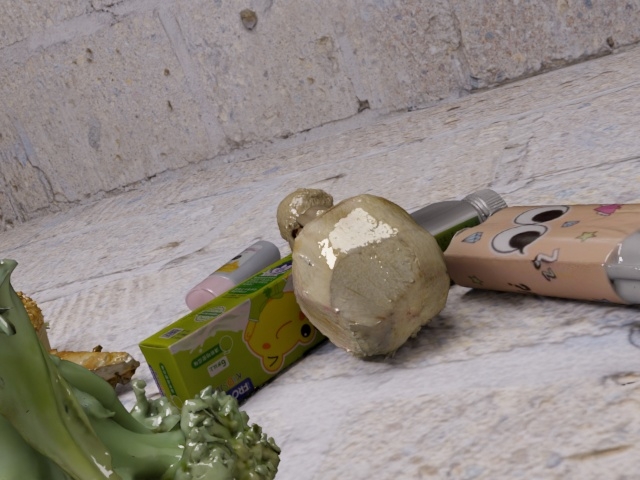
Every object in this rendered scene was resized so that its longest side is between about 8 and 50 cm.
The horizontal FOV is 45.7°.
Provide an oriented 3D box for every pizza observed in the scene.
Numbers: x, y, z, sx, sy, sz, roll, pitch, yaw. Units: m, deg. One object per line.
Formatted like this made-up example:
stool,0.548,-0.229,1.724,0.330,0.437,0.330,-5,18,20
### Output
pizza,-0.343,0.200,1.068,0.194,0.069,0.154,-11,16,6

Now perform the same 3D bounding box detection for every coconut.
coconut,0.054,0.035,0.918,0.194,0.194,0.194,-18,15,5

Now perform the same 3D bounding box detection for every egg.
egg,-0.024,-0.040,1.428,0.118,0.116,0.140,-37,-18,13

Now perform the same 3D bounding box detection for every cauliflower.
cauliflower,-0.186,0.186,0.536,0.260,0.281,0.327,-46,7,8

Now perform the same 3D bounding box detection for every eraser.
eraser,0.301,0.010,0.895,0.171,0.087,0.290,-29,17,-29

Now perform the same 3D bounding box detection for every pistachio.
pistachio,0.000,0.000,1.301,0.113,0.113,0.149,-20,30,-4

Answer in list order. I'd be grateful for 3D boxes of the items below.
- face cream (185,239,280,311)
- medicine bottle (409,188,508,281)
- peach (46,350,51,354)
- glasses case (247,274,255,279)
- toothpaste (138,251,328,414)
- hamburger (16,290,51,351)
face cream,-0.149,0.062,1.329,0.084,0.057,0.198,-10,17,35
medicine bottle,0.176,-0.001,1.088,0.188,0.088,0.132,-24,16,-18
peach,-0.447,0.226,0.774,0.380,0.242,0.306,-7,37,33
glasses case,-0.048,0.072,1.177,0.204,0.051,0.081,-5,19,43
toothpaste,-0.069,0.106,0.971,0.327,0.110,0.077,-31,16,-38
hamburger,-0.558,0.182,1.173,0.276,0.179,0.294,-22,15,-15
